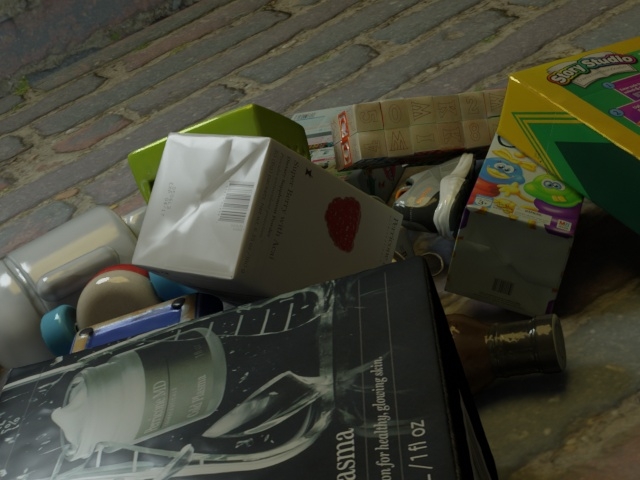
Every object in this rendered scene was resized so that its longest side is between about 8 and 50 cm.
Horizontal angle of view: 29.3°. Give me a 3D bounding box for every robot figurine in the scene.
[{"bbox_3d":[-0.382,0.080,1.882,0.353,0.200,0.300,-31,-9,-20],"label":"robot figurine"}]

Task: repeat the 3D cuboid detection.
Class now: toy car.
[{"bbox_3d":[-0.238,0.110,1.750,0.219,0.210,0.238,-27,12,14],"label":"toy car"}]

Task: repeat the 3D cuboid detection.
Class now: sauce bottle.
[{"bbox_3d":[0.123,0.149,1.490,0.344,0.111,0.111,-9,28,21],"label":"sauce bottle"}]

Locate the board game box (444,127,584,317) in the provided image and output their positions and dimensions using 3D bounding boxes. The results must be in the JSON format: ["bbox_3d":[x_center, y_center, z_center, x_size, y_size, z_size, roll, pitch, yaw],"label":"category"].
[{"bbox_3d":[0.278,-0.042,1.658,0.144,0.142,0.275,16,36,9],"label":"board game box"}]

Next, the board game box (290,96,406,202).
[{"bbox_3d":[0.020,-0.128,2.111,0.224,0.097,0.303,-7,29,25],"label":"board game box"}]

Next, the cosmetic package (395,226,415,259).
[{"bbox_3d":[0.013,0.045,1.799,0.231,0.085,0.117,-28,26,-17],"label":"cosmetic package"}]

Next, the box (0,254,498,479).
[{"bbox_3d":[-0.071,0.296,1.130,0.471,0.297,0.480,-17,25,8],"label":"box"}]

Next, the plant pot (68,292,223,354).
[{"bbox_3d":[-0.189,0.209,1.486,0.236,0.212,0.236,-18,25,6],"label":"plant pot"}]

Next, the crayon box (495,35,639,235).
[{"bbox_3d":[0.476,-0.153,1.631,0.363,0.106,0.313,-19,41,-29],"label":"crayon box"}]

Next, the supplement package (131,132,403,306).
[{"bbox_3d":[-0.058,-0.003,1.539,0.175,0.293,0.177,6,77,38],"label":"supplement package"}]

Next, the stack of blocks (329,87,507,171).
[{"bbox_3d":[0.171,-0.170,1.922,0.297,0.087,0.171,-8,-4,-16],"label":"stack of blocks"}]

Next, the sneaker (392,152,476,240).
[{"bbox_3d":[0.174,-0.075,1.825,0.108,0.100,0.271,6,15,13],"label":"sneaker"}]

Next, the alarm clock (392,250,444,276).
[{"bbox_3d":[0.084,0.064,1.696,0.192,0.064,0.129,-23,56,-9],"label":"alarm clock"}]

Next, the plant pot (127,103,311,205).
[{"bbox_3d":[-0.130,-0.063,1.891,0.227,0.207,0.228,-21,-10,18],"label":"plant pot"}]

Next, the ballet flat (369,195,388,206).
[{"bbox_3d":[0.000,0.000,1.746,0.213,0.072,0.068,-24,0,-8],"label":"ballet flat"}]
